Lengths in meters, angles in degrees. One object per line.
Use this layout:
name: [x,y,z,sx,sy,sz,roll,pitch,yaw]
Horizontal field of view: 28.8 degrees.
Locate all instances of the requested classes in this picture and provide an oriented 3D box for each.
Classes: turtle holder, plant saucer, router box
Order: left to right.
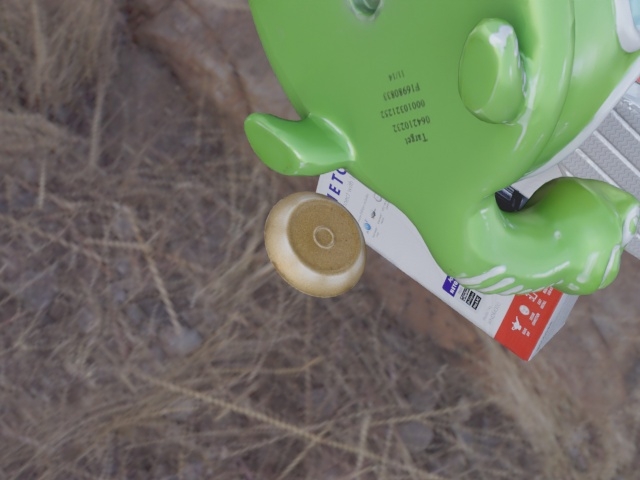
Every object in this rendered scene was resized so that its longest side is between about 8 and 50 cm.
plant saucer: [0.000,0.000,0.912,0.083,0.015,0.083,11,65,-24]
router box: [0.158,-0.083,1.253,0.301,0.335,0.082,36,50,19]
turtle holder: [0.099,-0.135,0.709,0.227,0.243,0.320,-25,73,-37]

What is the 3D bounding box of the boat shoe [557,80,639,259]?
boat shoe: [0.324,-0.033,1.031,0.335,0.121,0.119,41,51,-12]
